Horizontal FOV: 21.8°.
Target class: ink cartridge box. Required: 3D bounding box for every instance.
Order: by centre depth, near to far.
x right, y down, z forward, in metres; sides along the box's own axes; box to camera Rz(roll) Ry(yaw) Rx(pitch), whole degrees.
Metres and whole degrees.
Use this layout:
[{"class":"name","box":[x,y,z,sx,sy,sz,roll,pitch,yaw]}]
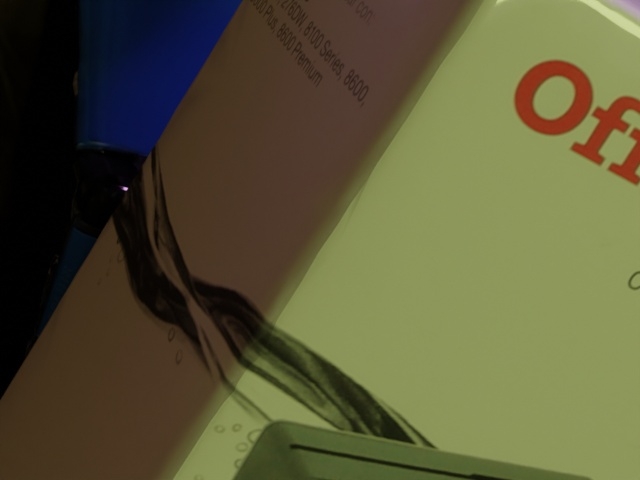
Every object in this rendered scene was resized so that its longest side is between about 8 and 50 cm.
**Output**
[{"class":"ink cartridge box","box":[0.046,0.083,0.656,0.285,0.166,0.395,24,107,-27]}]

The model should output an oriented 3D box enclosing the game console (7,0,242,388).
[{"class":"game console","box":[0.000,0.000,0.800,0.293,0.173,0.250,11,117,-24]}]
